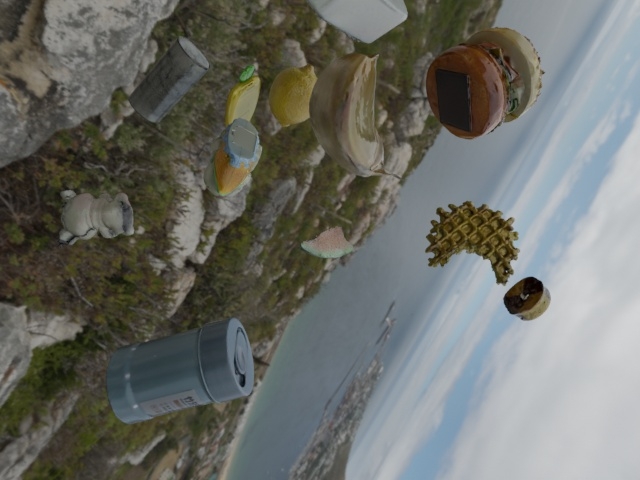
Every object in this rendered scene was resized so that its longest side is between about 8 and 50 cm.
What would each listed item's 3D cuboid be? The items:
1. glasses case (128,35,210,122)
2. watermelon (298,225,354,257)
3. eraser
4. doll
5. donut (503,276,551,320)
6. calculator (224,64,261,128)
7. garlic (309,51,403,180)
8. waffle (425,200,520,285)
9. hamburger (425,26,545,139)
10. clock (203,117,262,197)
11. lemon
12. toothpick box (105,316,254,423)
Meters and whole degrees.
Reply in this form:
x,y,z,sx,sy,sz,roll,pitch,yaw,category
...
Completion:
x,y,z,sx,sy,sz,roll,pitch,yaw,category
-0.455,-0.466,1.219,0.299,0.114,0.060,-25,-148,36,glasses case
-0.002,0.011,1.072,0.155,0.101,0.080,-26,113,-45,watermelon
0.073,-0.672,1.056,0.149,0.332,0.331,-18,-170,37,eraser
-0.590,-0.062,1.074,0.095,0.191,0.149,178,-93,-83,doll
0.606,0.173,1.203,0.140,0.059,0.140,-50,-170,13,donut
-0.232,-0.416,1.231,0.146,0.032,0.235,-52,175,-36,calculator
0.089,-0.264,0.988,0.196,0.151,0.339,-20,115,-5,garlic
0.490,-0.007,1.306,0.069,0.292,0.260,75,29,-72,waffle
0.458,-0.436,1.151,0.225,0.291,0.291,-30,152,-15,hamburger
-0.213,-0.190,0.972,0.144,0.103,0.231,-45,-150,40,clock
-0.093,-0.524,1.491,0.244,0.187,0.187,-54,165,28,lemon
-0.173,0.165,0.525,0.153,0.101,0.101,-15,158,4,toothpick box
